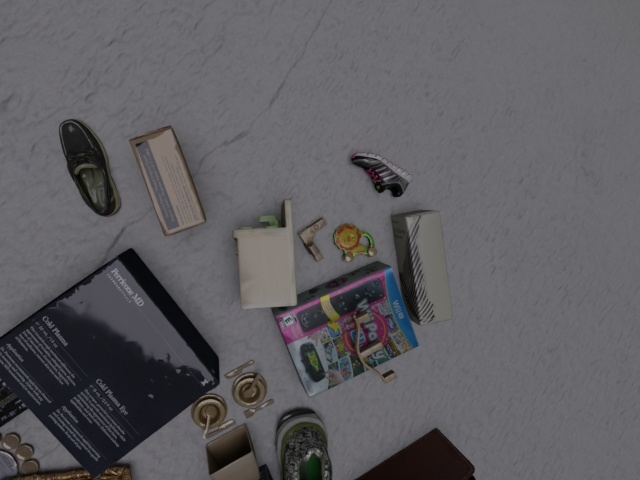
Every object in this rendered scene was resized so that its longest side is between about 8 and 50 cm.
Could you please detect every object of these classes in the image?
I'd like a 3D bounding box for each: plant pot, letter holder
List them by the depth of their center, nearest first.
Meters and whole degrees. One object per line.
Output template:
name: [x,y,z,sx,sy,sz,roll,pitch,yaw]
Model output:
plant pot: [-0.201,0.532,1.142,0.109,0.109,0.096,-27,110,-10]
letter holder: [0.246,0.656,1.192,0.301,0.214,0.152,-28,100,-9]

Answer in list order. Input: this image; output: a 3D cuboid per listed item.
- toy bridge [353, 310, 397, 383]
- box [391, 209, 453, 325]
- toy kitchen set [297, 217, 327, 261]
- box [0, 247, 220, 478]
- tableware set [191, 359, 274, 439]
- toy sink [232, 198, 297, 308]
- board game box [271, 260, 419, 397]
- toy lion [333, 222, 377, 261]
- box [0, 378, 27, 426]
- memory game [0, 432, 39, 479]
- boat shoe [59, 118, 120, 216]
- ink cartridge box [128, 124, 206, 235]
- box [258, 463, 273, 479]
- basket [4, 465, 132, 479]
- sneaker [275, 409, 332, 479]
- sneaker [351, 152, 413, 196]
toy bridge: [0.117,0.258,1.130,0.063,0.026,0.188,-27,101,-8]
box: [0.255,0.064,1.200,0.094,0.113,0.275,-11,95,-11]
toy kitchen set: [0.000,0.000,1.158,0.075,0.068,0.083,-35,101,-8]
box: [-0.441,0.248,1.022,0.312,0.179,0.343,-36,101,-7]
tableware set: [-0.219,0.395,1.155,0.194,0.039,0.128,-27,100,-10]
toy sink: [-0.129,0.030,1.079,0.131,0.153,0.234,-3,88,-8]
board game box: [0.061,0.212,1.176,0.303,0.097,0.224,-23,100,-10]
toy lion: [0.084,0.002,1.199,0.100,0.034,0.096,-12,90,-12]
box: [-0.704,0.324,1.015,0.180,0.077,0.147,-35,97,-8]
memory game: [-0.731,0.514,1.064,0.186,0.012,0.186,-1,94,-12]
boat shoe: [-0.500,-0.158,1.028,0.080,0.073,0.224,-21,99,-10]
ink cartridge box: [-0.310,-0.117,0.992,0.088,0.234,0.193,-21,98,-11]
box: [-0.186,0.627,1.083,0.183,0.232,0.059,-23,97,-11]
basket: [-0.563,0.645,1.003,0.299,0.213,0.223,1,99,-14]
sneaker: [-0.027,0.637,1.145,0.158,0.182,0.410,-10,97,-12]
sneaker: [0.147,-0.159,1.180,0.170,0.063,0.075,24,83,-18]
